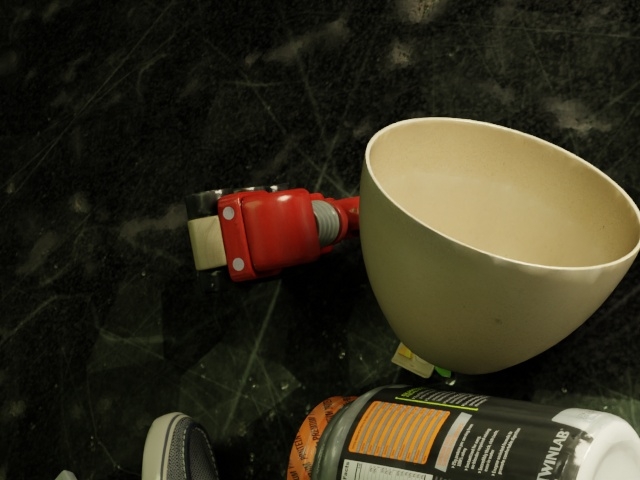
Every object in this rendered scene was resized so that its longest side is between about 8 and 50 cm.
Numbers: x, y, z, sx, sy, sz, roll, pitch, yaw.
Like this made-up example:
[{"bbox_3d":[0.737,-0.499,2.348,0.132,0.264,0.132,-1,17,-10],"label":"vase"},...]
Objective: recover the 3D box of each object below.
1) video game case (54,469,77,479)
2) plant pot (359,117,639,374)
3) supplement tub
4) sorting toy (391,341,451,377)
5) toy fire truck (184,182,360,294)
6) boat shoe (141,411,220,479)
[{"bbox_3d":[-0.340,0.432,1.491,0.193,0.023,0.212,-49,49,4],"label":"video game case"},{"bbox_3d":[0.162,0.024,1.204,0.284,0.284,0.190,47,134,42],"label":"plant pot"},{"bbox_3d":[0.135,0.242,1.125,0.316,0.193,0.193,3,69,38],"label":"supplement tub"},{"bbox_3d":[0.122,0.123,1.319,0.083,0.012,0.062,23,81,42],"label":"sorting toy"},{"bbox_3d":[0.000,0.000,1.356,0.246,0.217,0.158,-11,90,26],"label":"toy fire truck"},{"bbox_3d":[-0.095,0.341,1.307,0.158,0.127,0.340,-20,64,19],"label":"boat shoe"}]
